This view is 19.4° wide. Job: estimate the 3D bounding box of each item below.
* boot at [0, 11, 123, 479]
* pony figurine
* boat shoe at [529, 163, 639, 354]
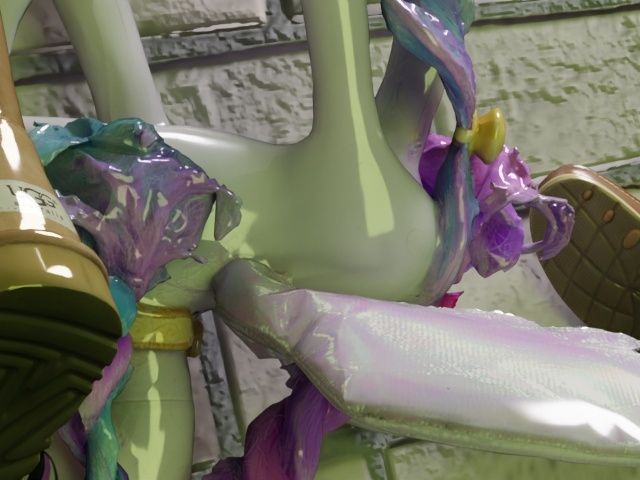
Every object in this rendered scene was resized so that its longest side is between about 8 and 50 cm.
[{"bbox_3d":[-0.174,-0.004,0.681,0.089,0.236,0.269,25,29,-42],"label":"boot"},{"bbox_3d":[0.000,0.000,0.776,0.350,0.303,0.364,-1,83,-1],"label":"pony figurine"},{"bbox_3d":[0.173,0.021,0.990,0.178,0.064,0.060,42,30,-22],"label":"boat shoe"}]
